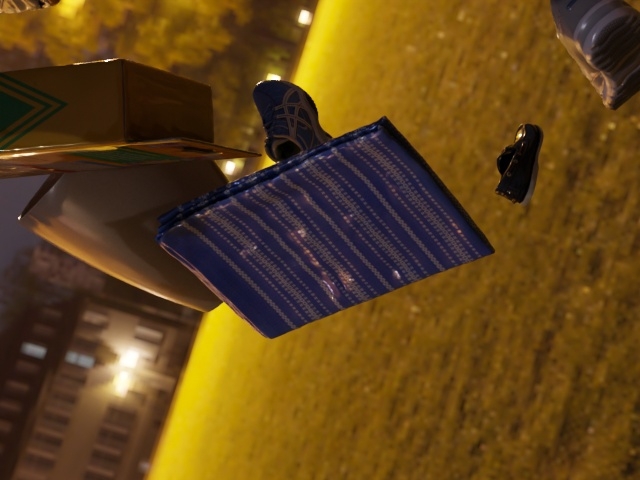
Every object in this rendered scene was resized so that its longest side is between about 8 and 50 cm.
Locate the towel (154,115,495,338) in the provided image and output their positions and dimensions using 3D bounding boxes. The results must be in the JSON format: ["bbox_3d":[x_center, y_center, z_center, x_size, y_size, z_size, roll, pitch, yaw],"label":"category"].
[{"bbox_3d":[0.000,0.000,1.663,0.336,0.243,0.040,-23,39,28],"label":"towel"}]

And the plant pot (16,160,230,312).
[{"bbox_3d":[-0.216,-0.037,1.883,0.256,0.274,0.256,-47,13,14],"label":"plant pot"}]

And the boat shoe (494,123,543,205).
[{"bbox_3d":[0.219,-0.091,1.566,0.133,0.042,0.049,-71,4,-49],"label":"boat shoe"}]

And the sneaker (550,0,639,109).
[{"bbox_3d":[0.335,-0.241,1.644,0.105,0.115,0.281,-40,-23,7],"label":"sneaker"}]

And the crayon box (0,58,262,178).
[{"bbox_3d":[-0.244,-0.116,1.387,0.203,0.323,0.083,4,-96,-71],"label":"crayon box"}]

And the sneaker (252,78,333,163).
[{"bbox_3d":[-0.045,-0.159,2.019,0.211,0.081,0.080,53,131,35],"label":"sneaker"}]

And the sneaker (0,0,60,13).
[{"bbox_3d":[-0.402,-0.366,1.599,0.296,0.131,0.111,70,-168,-47],"label":"sneaker"}]
